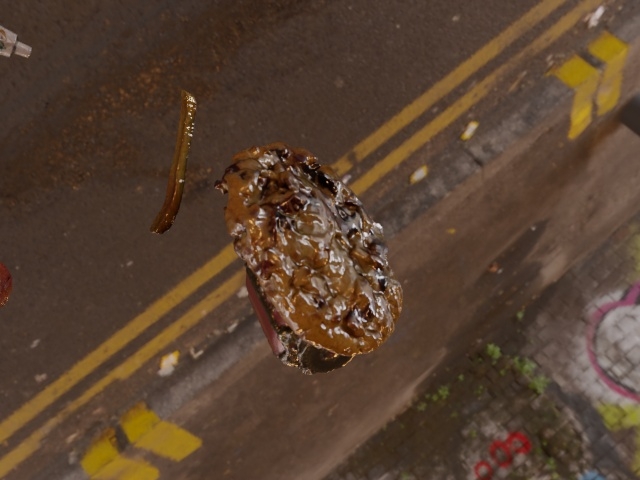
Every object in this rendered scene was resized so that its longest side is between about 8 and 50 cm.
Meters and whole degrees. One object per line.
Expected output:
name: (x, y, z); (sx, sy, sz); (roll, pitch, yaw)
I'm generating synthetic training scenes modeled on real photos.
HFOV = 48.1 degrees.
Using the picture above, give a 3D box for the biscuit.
biscuit: (0.002, -0.002, 1.004); (0.081, 0.334, 0.289); (-36, -176, 34)

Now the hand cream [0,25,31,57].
hand cream: (-0.717, -0.431, 1.459); (0.256, 0.050, 0.084); (12, 95, -43)

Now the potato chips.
potato chips: (-0.196, -0.105, 0.979); (0.037, 0.026, 0.204); (22, 78, -53)

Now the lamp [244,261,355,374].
lamp: (-0.027, 0.100, 1.211); (0.177, 0.274, 0.177); (-11, 125, -16)

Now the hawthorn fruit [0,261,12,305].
hawthorn fruit: (-0.347, 0.045, 0.689); (0.093, 0.093, 0.093); (-31, 151, -19)
